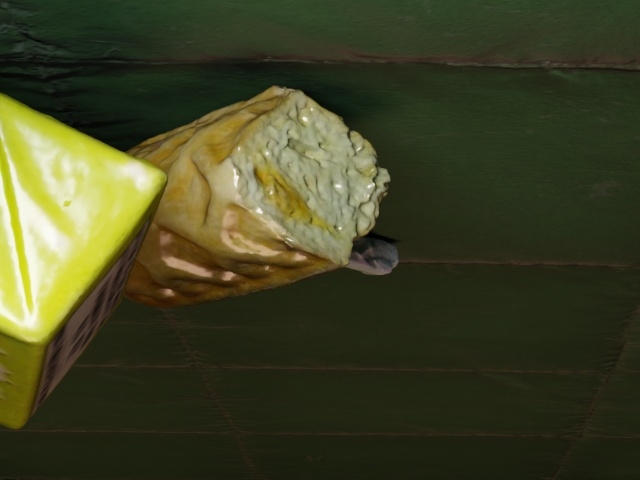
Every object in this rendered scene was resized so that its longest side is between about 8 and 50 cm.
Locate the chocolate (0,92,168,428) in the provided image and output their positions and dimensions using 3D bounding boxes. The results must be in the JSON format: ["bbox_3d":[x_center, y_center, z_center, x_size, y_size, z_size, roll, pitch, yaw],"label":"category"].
[{"bbox_3d":[-0.267,-0.011,1.139,0.289,0.137,0.301,26,160,-3],"label":"chocolate"}]

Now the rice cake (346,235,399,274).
[{"bbox_3d":[0.000,0.000,1.522,0.042,0.030,0.180,-7,164,43],"label":"rice cake"}]

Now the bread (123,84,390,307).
[{"bbox_3d":[-0.079,-0.023,1.272,0.152,0.129,0.268,10,164,-37],"label":"bread"}]
